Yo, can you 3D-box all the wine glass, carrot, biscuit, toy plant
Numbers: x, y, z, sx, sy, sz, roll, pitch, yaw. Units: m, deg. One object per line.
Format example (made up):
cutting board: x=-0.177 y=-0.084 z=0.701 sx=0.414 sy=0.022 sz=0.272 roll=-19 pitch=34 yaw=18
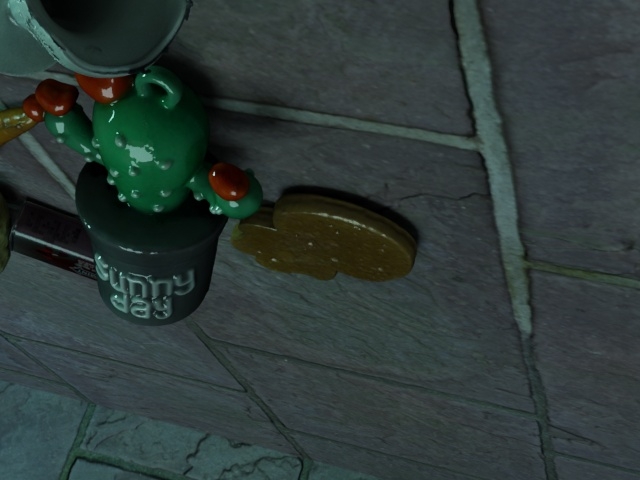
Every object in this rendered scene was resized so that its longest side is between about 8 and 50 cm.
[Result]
wine glass: x=-0.237 y=-0.219 z=1.041 sx=0.197 sy=0.164 sz=0.165 roll=0 pitch=152 yaw=48
carrot: x=-0.446 y=-0.138 z=1.552 sx=0.066 sy=0.062 sz=0.271 roll=56 pitch=147 yaw=-5
biscuit: x=0.000 y=-0.001 z=1.538 sx=0.202 sy=0.044 sz=0.289 roll=33 pitch=156 yaw=-32
toy plant: x=-0.188 y=-0.062 z=1.348 sx=0.279 sy=0.185 sz=0.400 roll=44 pitch=149 yaw=25

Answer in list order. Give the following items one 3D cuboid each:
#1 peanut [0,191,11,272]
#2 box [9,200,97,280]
peanut: x=-0.568 y=-0.013 z=1.841 sx=0.152 sy=0.152 sz=0.313 roll=21 pitch=159 yaw=-8
box: x=-0.381 y=0.014 z=1.856 sx=0.224 sy=0.069 sz=0.120 roll=20 pitch=159 yaw=-10
